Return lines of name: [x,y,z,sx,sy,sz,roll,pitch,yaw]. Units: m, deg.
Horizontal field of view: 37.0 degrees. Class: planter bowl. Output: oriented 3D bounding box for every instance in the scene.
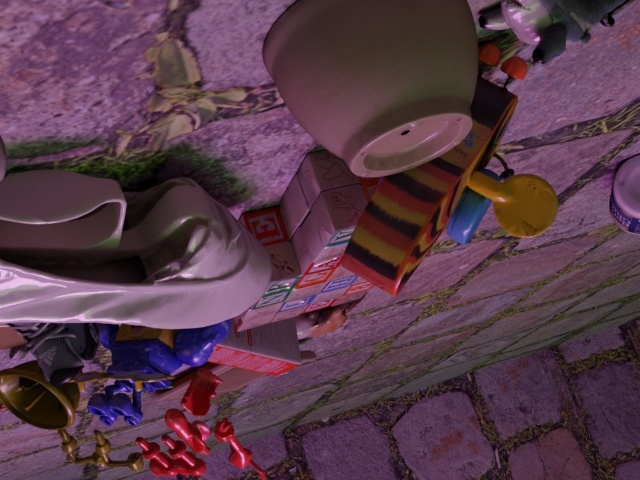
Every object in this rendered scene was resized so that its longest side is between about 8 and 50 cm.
planter bowl: [0.049,-0.114,0.711,0.162,0.109,0.162,-18,164,-5]

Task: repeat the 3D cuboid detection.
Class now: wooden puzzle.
wooden puzzle: [-0.159,0.239,1.749,0.239,0.044,0.221,-24,164,30]

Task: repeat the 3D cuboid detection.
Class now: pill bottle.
pill bottle: [0.476,-0.060,1.410,0.094,0.094,0.169,-22,163,8]

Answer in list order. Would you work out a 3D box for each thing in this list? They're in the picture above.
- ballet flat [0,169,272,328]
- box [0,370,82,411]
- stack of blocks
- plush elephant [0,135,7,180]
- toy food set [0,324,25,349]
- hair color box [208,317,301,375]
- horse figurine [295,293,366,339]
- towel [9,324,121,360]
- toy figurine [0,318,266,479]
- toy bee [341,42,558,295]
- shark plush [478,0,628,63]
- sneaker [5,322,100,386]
ballet flat: [-0.172,0.002,0.822,0.400,0.139,0.139,0,155,-44]
box: [-0.409,0.209,1.369,0.094,0.027,0.137,-6,159,-36]
stack of blocks: [0.000,0.000,1.061,0.171,0.087,0.297,-13,163,-21]
plush elephant: [-0.329,0.043,0.514,0.272,0.255,0.330,-21,164,5]
toy food set: [-0.361,0.091,1.044,0.192,0.038,0.132,-19,160,28]
hair color box: [-0.105,0.112,1.227,0.053,0.093,0.167,-30,146,34]
horse figurine: [-0.038,0.106,1.404,0.263,0.066,0.174,-16,156,-2]
towel: [-0.304,0.112,1.198,0.152,0.023,0.113,-11,164,-36]
toy figurine: [-0.185,0.129,1.097,0.362,0.217,0.191,-10,132,42]
toy bee: [0.111,-0.089,0.840,0.195,0.298,0.162,16,126,-4]
shark plush: [0.206,-0.188,0.761,0.161,0.073,0.067,-7,130,-26]
sneaker: [-0.269,0.070,0.894,0.086,0.132,0.229,-24,163,16]
